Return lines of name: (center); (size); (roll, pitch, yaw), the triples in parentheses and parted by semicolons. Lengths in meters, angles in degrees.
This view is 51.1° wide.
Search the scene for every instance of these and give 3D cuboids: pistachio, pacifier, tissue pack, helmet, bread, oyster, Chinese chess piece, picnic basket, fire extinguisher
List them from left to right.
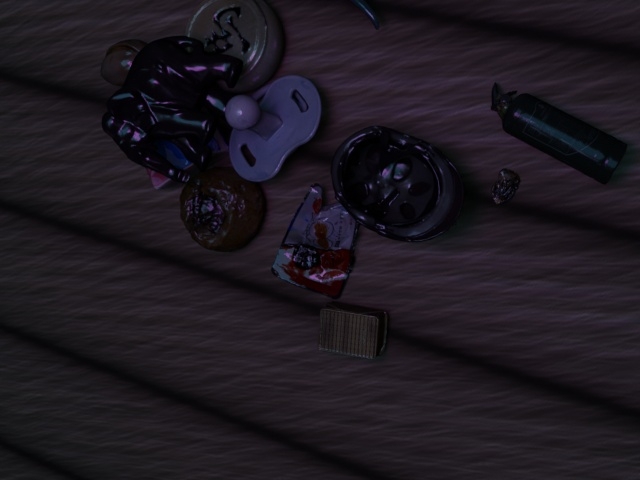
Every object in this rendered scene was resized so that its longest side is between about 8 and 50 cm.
pistachio: (-0.497, -0.459, 1.752); (0.185, 0.124, 0.124); (-2, 96, 34)
tissue pack: (-0.384, -0.294, 1.713); (0.209, 0.137, 0.269); (-28, 86, 18)
bread: (-0.256, -0.076, 1.704); (0.230, 0.123, 0.229); (3, 99, 17)
Chinese chess piece: (-0.213, -0.486, 1.642); (0.251, 0.101, 0.250); (1, 92, 21)
pacifier: (-0.141, -0.289, 1.586); (0.287, 0.226, 0.238); (-39, 64, 18)
picnic basket: (0.078, 0.218, 1.640); (0.164, 0.079, 0.115); (7, 99, 19)
helmet: (0.167, -0.114, 1.513); (0.305, 0.177, 0.225); (33, 86, 4)
oyster: (0.414, -0.118, 1.509); (0.054, 0.019, 0.083); (27, 105, 14)
fire extinguisher: (0.492, -0.239, 1.432); (0.311, 0.095, 0.114); (30, 61, 13)

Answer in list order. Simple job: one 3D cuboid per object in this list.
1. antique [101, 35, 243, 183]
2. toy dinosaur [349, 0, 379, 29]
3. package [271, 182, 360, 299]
antique: (-0.347, -0.314, 1.553); (0.255, 0.185, 0.322); (22, 93, -3)
toy dinosaur: (-0.004, -0.684, 1.564); (0.331, 0.129, 0.383); (7, 100, 30)
package: (0.000, 0.000, 1.655); (0.194, 0.071, 0.269); (25, 117, 18)
